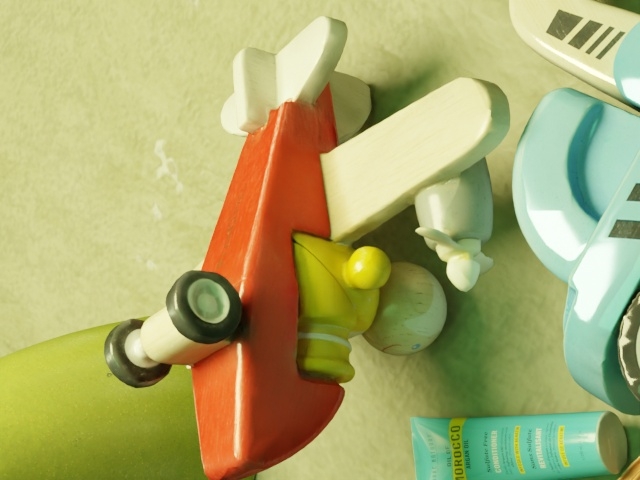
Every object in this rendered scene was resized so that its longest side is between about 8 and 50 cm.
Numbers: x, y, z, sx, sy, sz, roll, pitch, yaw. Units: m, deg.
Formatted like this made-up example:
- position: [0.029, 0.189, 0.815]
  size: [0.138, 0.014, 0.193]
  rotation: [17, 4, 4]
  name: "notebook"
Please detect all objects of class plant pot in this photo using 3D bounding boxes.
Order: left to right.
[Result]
- position: [-0.260, 0.212, 1.197]
  size: [0.275, 0.293, 0.274]
  rotation: [-2, 86, 34]
  name: "plant pot"

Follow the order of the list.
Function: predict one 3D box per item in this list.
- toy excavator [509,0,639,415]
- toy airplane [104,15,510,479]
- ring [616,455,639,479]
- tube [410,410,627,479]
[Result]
- position: [0.248, -0.109, 0.921]
  size: [0.445, 0.222, 0.433]
  rotation: [31, 96, 38]
  name: "toy excavator"
- position: [0.000, 0.000, 1.081]
  size: [0.384, 0.272, 0.386]
  rotation: [-57, 21, 7]
  name: "toy airplane"
- position: [0.361, 0.297, 0.920]
  size: [0.336, 0.032, 0.336]
  rotation: [-3, 84, 35]
  name: "ring"
- position: [0.166, 0.186, 1.057]
  size: [0.207, 0.052, 0.080]
  rotation: [-15, 69, 40]
  name: "tube"
